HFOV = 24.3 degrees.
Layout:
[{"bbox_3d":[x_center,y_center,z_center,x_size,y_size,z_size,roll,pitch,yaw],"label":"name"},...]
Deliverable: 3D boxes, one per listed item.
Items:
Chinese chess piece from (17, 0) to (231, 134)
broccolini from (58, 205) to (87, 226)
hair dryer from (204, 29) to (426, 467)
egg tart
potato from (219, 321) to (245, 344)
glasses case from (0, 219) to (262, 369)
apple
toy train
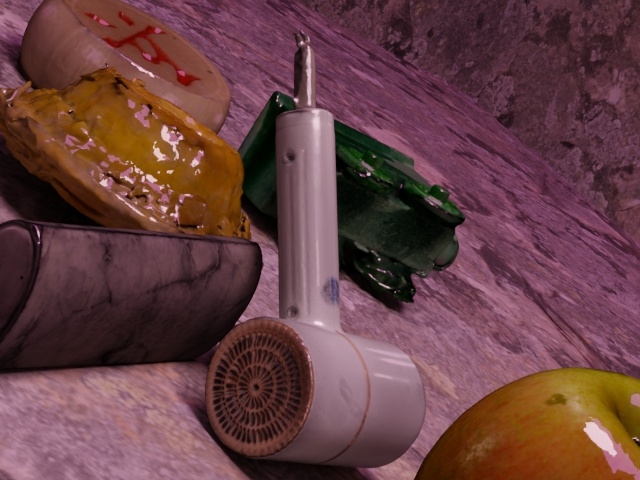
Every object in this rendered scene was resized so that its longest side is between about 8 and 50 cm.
[{"bbox_3d":[-0.223,-0.189,1.705,0.250,0.103,0.250,32,16,-11],"label":"Chinese chess piece"},{"bbox_3d":[-0.202,0.005,1.250,0.054,0.051,0.239,27,9,-16],"label":"broccolini"},{"bbox_3d":[0.000,0.000,1.192,0.108,0.357,0.173,-9,-15,34],"label":"hair dryer"},{"bbox_3d":[-0.162,-0.073,1.370,0.295,0.116,0.295,34,3,-2],"label":"egg tart"},{"bbox_3d":[-0.054,0.096,1.245,0.068,0.062,0.083,51,-15,-20],"label":"potato"},{"bbox_3d":[-0.150,0.038,1.094,0.060,0.114,0.299,39,15,22],"label":"glasses case"},{"bbox_3d":[0.185,0.211,1.050,0.246,0.226,0.246,30,17,-10],"label":"apple"},{"bbox_3d":[0.038,-0.042,1.723,0.266,0.145,0.202,24,14,-38],"label":"toy train"}]
